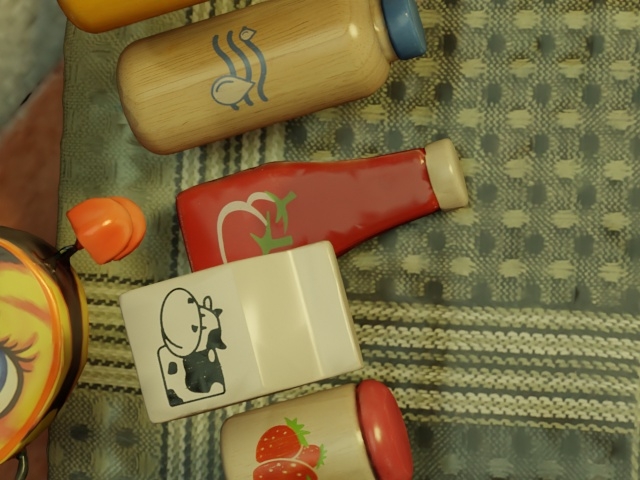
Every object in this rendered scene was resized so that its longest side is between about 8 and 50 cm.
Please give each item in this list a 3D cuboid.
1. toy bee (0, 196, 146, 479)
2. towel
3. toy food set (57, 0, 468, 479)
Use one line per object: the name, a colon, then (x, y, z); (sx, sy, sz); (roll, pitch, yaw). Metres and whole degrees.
toy bee: (-0.142, 0.025, 0.620); (0.298, 0.195, 0.162); (39, 93, -21)
towel: (0.058, 0.024, 0.666); (0.312, 0.056, 0.324); (3, 91, 11)
toy food set: (0.000, 0.000, 0.591); (0.104, 0.111, 0.232); (-16, 84, 10)
